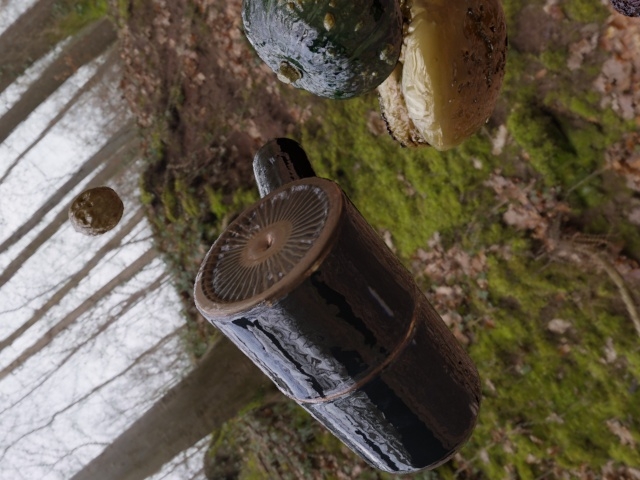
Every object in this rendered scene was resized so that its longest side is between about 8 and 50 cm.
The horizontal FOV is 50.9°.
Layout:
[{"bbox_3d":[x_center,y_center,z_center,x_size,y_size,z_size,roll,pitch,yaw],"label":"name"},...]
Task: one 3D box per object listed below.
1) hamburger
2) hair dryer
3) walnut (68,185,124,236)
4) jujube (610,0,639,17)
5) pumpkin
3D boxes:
[{"bbox_3d":[0.205,-0.304,1.150,0.304,0.174,0.284,-35,-55,-44],"label":"hamburger"},{"bbox_3d":[0.000,0.000,0.523,0.189,0.107,0.352,50,-169,-30],"label":"hair dryer"},{"bbox_3d":[-0.385,-0.048,1.155,0.082,0.096,0.079,50,174,-32],"label":"walnut"},{"bbox_3d":[0.570,-0.448,1.193,0.104,0.104,0.166,52,-171,-6],"label":"jujube"},{"bbox_3d":[0.001,-0.240,0.753,0.190,0.190,0.146,40,-118,-44],"label":"pumpkin"}]
